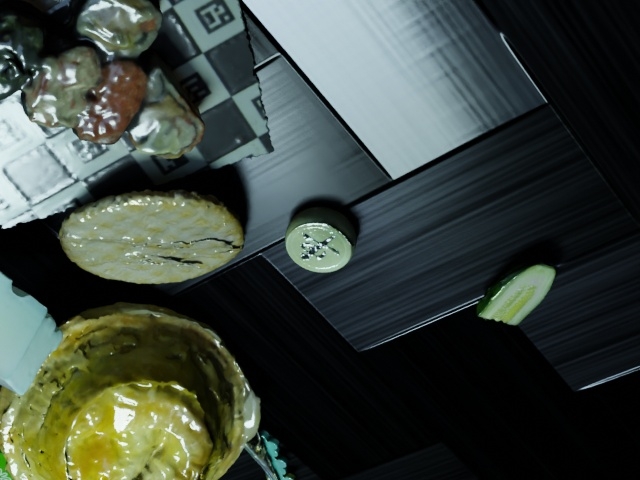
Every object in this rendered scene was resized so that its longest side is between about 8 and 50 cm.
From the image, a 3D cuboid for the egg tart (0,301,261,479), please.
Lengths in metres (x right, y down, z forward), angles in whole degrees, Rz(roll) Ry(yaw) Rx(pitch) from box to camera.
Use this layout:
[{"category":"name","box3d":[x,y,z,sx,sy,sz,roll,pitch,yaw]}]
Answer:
[{"category":"egg tart","box3d":[-0.240,0.237,1.410,0.341,0.129,0.341,-4,106,-16]}]

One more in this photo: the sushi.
[{"category":"sushi","box3d":[-0.222,-0.159,1.101,0.320,0.069,0.339,-16,131,-4]}]

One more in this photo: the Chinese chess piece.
[{"category":"Chinese chess piece","box3d":[0.000,0.000,1.301,0.084,0.034,0.084,6,132,6]}]

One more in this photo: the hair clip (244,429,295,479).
[{"category":"hair clip","box3d":[-0.069,0.312,1.578,0.049,0.049,0.173,-8,134,16]}]

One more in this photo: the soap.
[{"category":"soap","box3d":[-0.456,0.057,1.288,0.289,0.095,0.173,27,159,12]}]

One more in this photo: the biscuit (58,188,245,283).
[{"category":"biscuit","box3d":[-0.191,-0.001,1.284,0.219,0.033,0.220,-6,153,-3]}]

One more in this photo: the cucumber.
[{"category":"cucumber","box3d":[0.231,0.053,1.306,0.067,0.035,0.107,15,133,-27]}]

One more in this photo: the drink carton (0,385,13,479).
[{"category":"drink carton","box3d":[-0.414,0.281,1.568,0.271,0.108,0.161,-20,122,26]}]
